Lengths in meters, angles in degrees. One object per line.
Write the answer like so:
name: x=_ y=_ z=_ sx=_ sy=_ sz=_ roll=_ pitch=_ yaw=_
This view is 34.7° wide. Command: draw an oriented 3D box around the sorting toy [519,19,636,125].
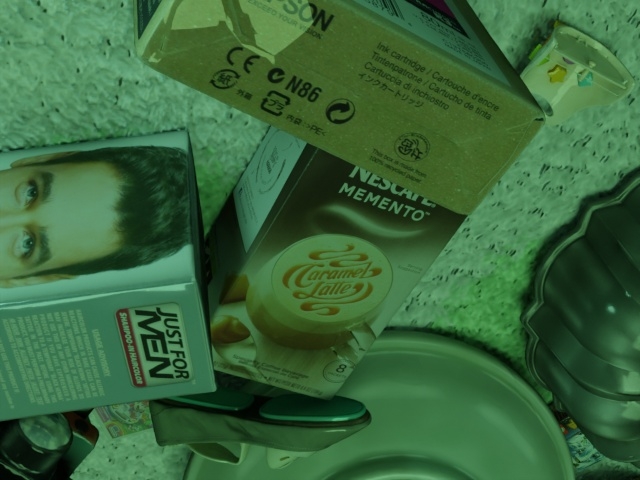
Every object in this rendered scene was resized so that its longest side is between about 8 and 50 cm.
sorting toy: x=0.183 y=-0.122 z=0.791 sx=0.083 sy=0.045 sz=0.075 roll=21 pitch=130 yaw=-25

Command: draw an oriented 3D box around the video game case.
video game case: x=-0.156 y=0.145 z=0.967 sx=0.122 sy=0.011 sz=0.087 roll=-15 pitch=130 yaw=2

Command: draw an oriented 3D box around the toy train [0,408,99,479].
toy train: x=-0.308 y=0.231 z=0.897 sx=0.142 sy=0.190 sz=0.334 roll=35 pitch=115 yaw=-13

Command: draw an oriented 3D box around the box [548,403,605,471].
box: x=0.304 y=0.179 z=1.065 sx=0.137 sy=0.027 sz=0.094 roll=-32 pitch=128 yaw=16

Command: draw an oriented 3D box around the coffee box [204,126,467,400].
coffee box: x=0.000 y=0.000 z=0.818 sx=0.141 sy=0.098 sz=0.247 roll=18 pitch=124 yaw=-23

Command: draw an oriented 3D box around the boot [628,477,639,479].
boot: x=0.302 y=0.399 z=1.130 sx=0.109 sy=0.283 sz=0.220 roll=35 pitch=130 yaw=19

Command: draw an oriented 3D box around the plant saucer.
plant saucer: x=0.063 y=0.285 z=0.984 sx=0.400 sy=0.100 sz=0.401 roll=-2 pitch=109 yaw=-6

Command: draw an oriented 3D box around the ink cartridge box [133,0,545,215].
ink cartridge box: x=0.004 y=-0.138 z=0.644 sx=0.234 sy=0.193 sz=0.088 roll=22 pitch=120 yaw=-26

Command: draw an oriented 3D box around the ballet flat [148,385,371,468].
ballet flat: x=-0.054 y=0.167 z=0.906 sx=0.213 sy=0.072 sz=0.068 roll=3 pitch=103 yaw=23

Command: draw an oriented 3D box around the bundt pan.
bundt pan: x=0.354 y=0.087 z=0.915 sx=0.330 sy=0.124 sz=0.331 roll=-5 pitch=124 yaw=-7

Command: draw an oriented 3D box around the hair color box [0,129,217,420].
hair color box: x=-0.271 y=0.034 z=0.742 sx=0.374 sy=0.185 sz=0.114 roll=-7 pitch=129 yaw=-4
